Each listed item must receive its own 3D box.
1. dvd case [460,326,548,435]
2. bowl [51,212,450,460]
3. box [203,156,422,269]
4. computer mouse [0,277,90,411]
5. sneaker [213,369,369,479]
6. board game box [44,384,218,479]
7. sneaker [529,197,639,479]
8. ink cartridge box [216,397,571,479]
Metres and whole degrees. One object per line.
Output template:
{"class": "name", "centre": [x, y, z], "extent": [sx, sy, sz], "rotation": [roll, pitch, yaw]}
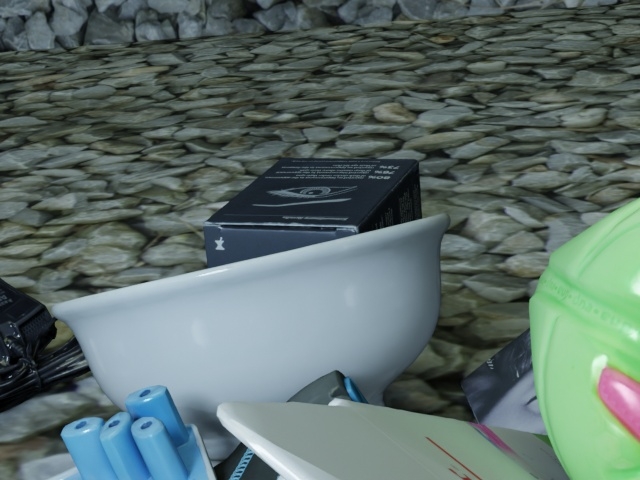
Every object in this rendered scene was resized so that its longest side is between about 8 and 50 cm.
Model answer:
{"class": "dvd case", "centre": [0.186, 0.101, 0.905], "extent": [0.164, 0.018, 0.221], "rotation": [-39, 19, 8]}
{"class": "bowl", "centre": [-0.035, 0.076, 0.936], "extent": [0.298, 0.134, 0.298], "rotation": [-14, 0, 0]}
{"class": "box", "centre": [0.000, 0.000, 1.232], "extent": [0.153, 0.108, 0.207], "rotation": [3, 22, 21]}
{"class": "computer mouse", "centre": [-0.327, 0.087, 1.160], "extent": [0.188, 0.072, 0.272], "rotation": [-20, 36, -39]}
{"class": "sneaker", "centre": [0.000, 0.208, 0.698], "extent": [0.139, 0.125, 0.341], "rotation": [-32, 21, 6]}
{"class": "board game box", "centre": [-0.214, 0.234, 0.604], "extent": [0.390, 0.050, 0.390], "rotation": [-23, 23, -7]}
{"class": "sneaker", "centre": [0.300, 0.110, 0.496], "extent": [0.483, 0.185, 0.202], "rotation": [31, 5, -3]}
{"class": "ink cartridge box", "centre": [0.083, 0.162, 0.414], "extent": [0.207, 0.119, 0.353], "rotation": [37, 6, 26]}
